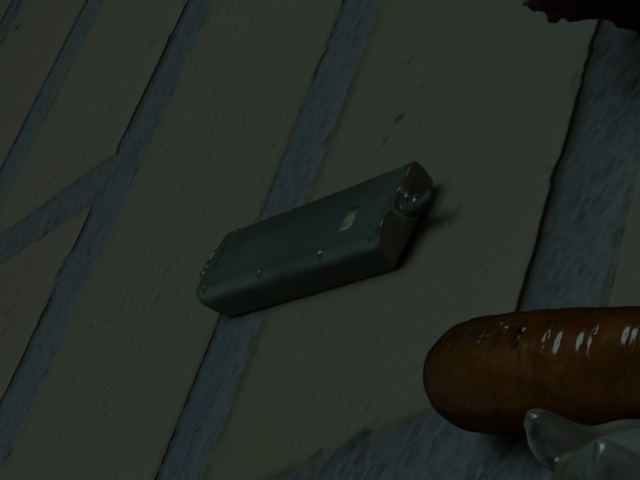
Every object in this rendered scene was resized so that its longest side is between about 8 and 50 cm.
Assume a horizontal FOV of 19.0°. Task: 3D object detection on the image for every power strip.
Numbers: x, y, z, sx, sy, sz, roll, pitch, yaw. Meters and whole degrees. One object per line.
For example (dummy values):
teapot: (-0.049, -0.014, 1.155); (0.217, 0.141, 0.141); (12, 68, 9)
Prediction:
power strip: (0.000, 0.000, 1.160); (0.252, 0.027, 0.060); (-18, 40, 56)

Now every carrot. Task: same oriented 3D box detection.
carrot: (0.126, 0.050, 0.795); (0.248, 0.059, 0.059); (-14, 44, 55)

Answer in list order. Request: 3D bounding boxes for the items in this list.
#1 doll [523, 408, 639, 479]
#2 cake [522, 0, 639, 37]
doll: (0.050, 0.218, 0.653); (0.384, 0.099, 0.188); (-61, 23, -2)
cake: (0.211, -0.213, 0.924); (0.295, 0.113, 0.116); (-48, 31, 25)
